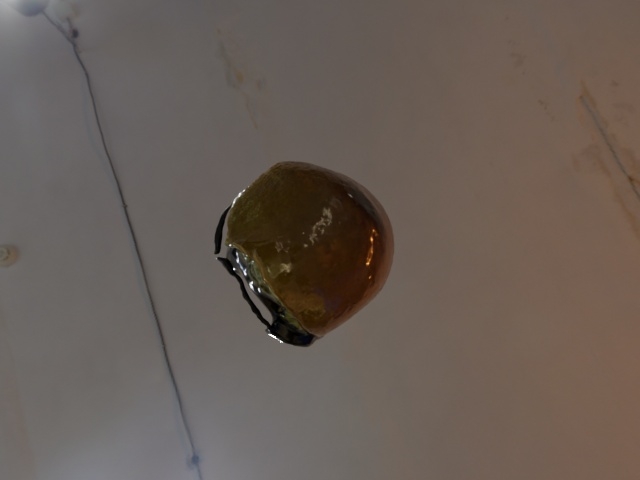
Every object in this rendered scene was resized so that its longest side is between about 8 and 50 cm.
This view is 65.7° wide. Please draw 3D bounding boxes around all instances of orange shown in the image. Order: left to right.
[{"bbox_3d":[0.000,0.000,0.406,0.112,0.160,0.169,-30,-129,41],"label":"orange"}]
